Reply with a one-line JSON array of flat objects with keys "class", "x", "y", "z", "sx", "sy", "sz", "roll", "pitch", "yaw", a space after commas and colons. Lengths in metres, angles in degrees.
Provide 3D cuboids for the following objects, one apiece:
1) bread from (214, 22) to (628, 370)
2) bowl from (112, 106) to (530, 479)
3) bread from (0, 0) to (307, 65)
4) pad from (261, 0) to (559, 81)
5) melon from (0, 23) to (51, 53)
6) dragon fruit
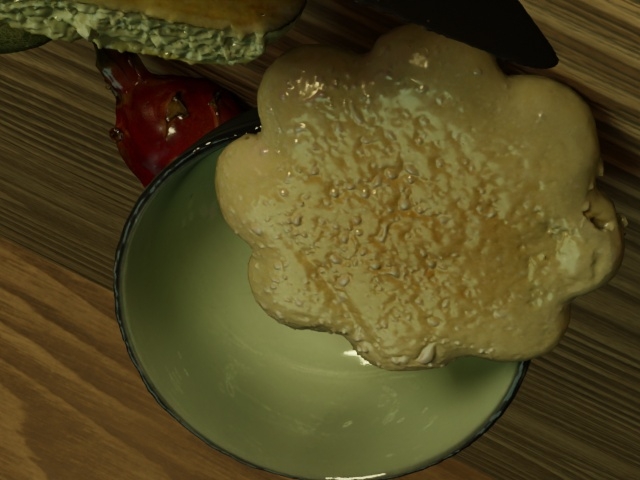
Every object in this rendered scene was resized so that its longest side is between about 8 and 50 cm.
[{"class": "bread", "x": 0.071, "y": -0.019, "z": 0.983, "sx": 0.316, "sy": 0.054, "sz": 0.316, "roll": 5, "pitch": 126, "yaw": 7}, {"class": "bowl", "x": 0.011, "y": 0.019, "z": 1.159, "sx": 0.353, "sy": 0.354, "sz": 0.185, "roll": 29, "pitch": -151, "yaw": -8}, {"class": "bread", "x": -0.138, "y": -0.205, "z": 0.720, "sx": 0.286, "sy": 0.207, "sz": 0.056, "roll": 12, "pitch": 159, "yaw": -23}, {"class": "pad", "x": -0.075, "y": -0.147, "z": 0.605, "sx": 0.375, "sy": 0.063, "sz": 0.315, "roll": 18, "pitch": -153, "yaw": -20}, {"class": "melon", "x": -0.281, "y": -0.223, "z": 1.044, "sx": 0.192, "sy": 0.139, "sz": 0.139, "roll": 27, "pitch": 166, "yaw": -4}, {"class": "dragon fruit", "x": -0.150, "y": -0.125, "z": 1.258, "sx": 0.246, "sy": 0.125, "sz": 0.125, "roll": 49, "pitch": 174, "yaw": -17}]
